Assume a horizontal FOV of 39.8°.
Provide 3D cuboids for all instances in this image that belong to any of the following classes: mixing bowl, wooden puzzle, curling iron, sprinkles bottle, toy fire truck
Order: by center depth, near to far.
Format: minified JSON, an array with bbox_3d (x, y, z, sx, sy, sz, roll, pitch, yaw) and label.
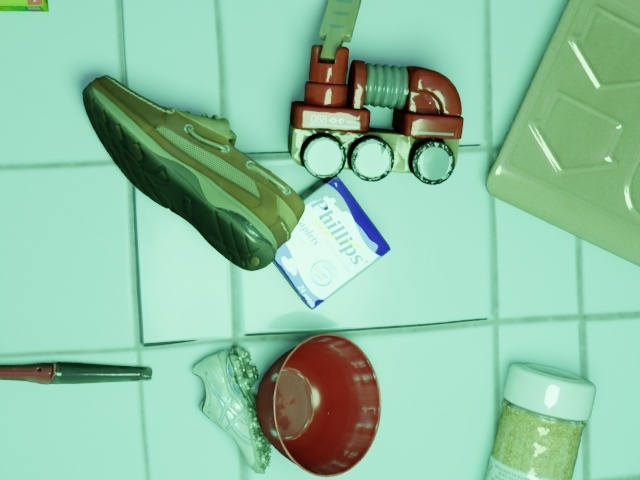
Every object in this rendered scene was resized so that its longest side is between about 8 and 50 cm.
[{"bbox_3d":[0.071,-0.210,1.151,0.217,0.158,0.246,3,104,-7],"label":"toy fire truck"},{"bbox_3d":[-0.359,0.161,1.163,0.273,0.035,0.068,10,93,-8],"label":"curling iron"},{"bbox_3d":[-0.018,0.215,1.165,0.181,0.098,0.182,8,78,-40],"label":"mixing bowl"},{"bbox_3d":[0.281,0.353,1.220,0.121,0.121,0.356,12,93,-8],"label":"sprinkles bottle"},{"bbox_3d":[0.432,-0.163,1.228,0.322,0.080,0.348,24,95,-8],"label":"wooden puzzle"}]

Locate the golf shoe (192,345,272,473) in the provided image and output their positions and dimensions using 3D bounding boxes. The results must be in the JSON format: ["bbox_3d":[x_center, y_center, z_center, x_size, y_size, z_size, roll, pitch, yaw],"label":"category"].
[{"bbox_3d":[-0.118,0.233,1.197,0.086,0.069,0.176,-14,94,15],"label":"golf shoe"}]

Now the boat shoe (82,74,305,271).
[{"bbox_3d":[-0.158,-0.099,1.122,0.324,0.122,0.120,41,64,8],"label":"boat shoe"}]

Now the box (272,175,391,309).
[{"bbox_3d":[0.000,0.000,1.180,0.137,0.072,0.126,-38,99,-4],"label":"box"}]

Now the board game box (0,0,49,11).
[{"bbox_3d":[-0.440,-0.337,1.110,0.181,0.043,0.092,-2,95,-8],"label":"board game box"}]
